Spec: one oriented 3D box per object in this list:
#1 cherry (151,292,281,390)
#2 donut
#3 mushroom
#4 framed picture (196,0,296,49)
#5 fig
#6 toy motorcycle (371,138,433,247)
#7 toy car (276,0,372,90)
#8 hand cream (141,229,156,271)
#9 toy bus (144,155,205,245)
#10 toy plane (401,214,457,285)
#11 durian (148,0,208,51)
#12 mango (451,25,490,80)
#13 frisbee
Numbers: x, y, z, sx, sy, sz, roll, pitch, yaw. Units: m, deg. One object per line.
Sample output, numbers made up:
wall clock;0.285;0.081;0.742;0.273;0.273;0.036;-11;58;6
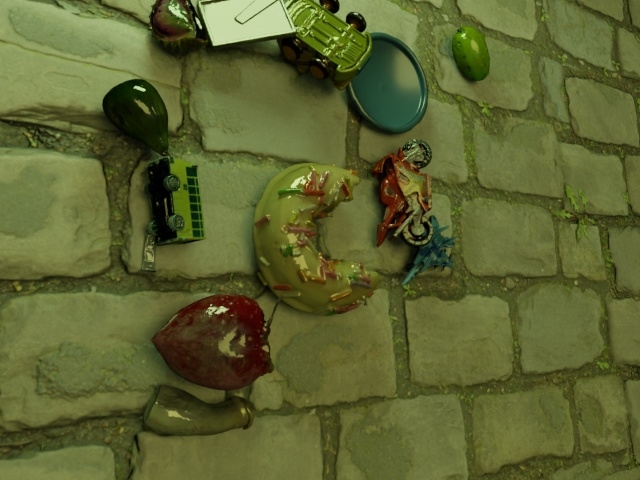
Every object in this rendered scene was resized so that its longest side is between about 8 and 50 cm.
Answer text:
cherry;-0.211;0.200;1.131;0.250;0.175;0.192;4;92;-29
donut;-0.007;-0.007;1.320;0.307;0.150;0.371;-8;85;-33
mushroom;-0.238;0.350;1.142;0.223;0.092;0.081;14;116;-26
framed picture;-0.174;-0.524;1.334;0.203;0.015;0.150;-16;68;-14
fig;-0.357;-0.248;1.160;0.117;0.117;0.177;-36;84;-32
toy motorcycle;0.219;-0.126;1.507;0.171;0.089;0.298;2;80;-6
toy car;0.004;-0.493;1.431;0.248;0.142;0.200;38;71;2
hand cream;-0.354;0.019;1.177;0.030;0.019;0.093;7;83;-33
toy bus;-0.301;-0.079;1.178;0.101;0.088;0.175;0;82;-52
toy plane;0.281;0.043;1.540;0.246;0.078;0.169;-45;105;-26
durian;-0.325;-0.484;1.265;0.108;0.119;0.186;-20;77;3
mango;0.480;-0.588;1.782;0.119;0.100;0.178;-40;110;-34
frisbee;0.180;-0.436;1.587;0.290;0.049;0.289;4;81;-30
